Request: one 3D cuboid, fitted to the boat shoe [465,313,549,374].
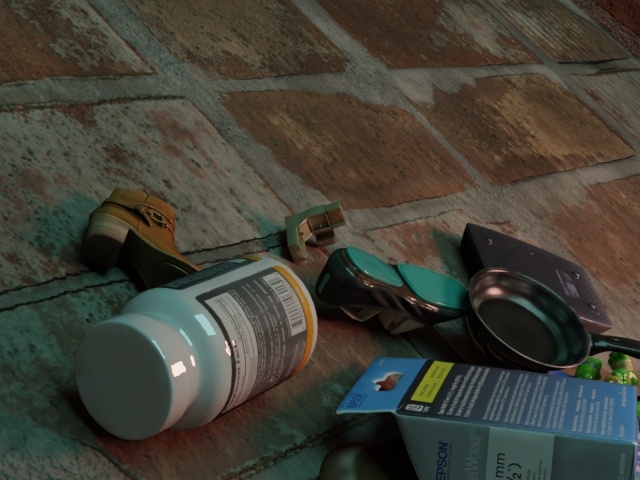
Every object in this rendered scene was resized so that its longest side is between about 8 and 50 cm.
[{"bbox_3d":[0.278,0.146,1.968,0.084,0.079,0.233,-6,41,-13],"label":"boat shoe"}]

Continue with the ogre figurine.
[{"bbox_3d":[0.447,0.227,1.949,0.197,0.096,0.118,39,41,25],"label":"ogre figurine"}]

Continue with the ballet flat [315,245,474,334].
[{"bbox_3d":[0.096,0.075,1.867,0.280,0.096,0.095,20,31,-42],"label":"ballet flat"}]

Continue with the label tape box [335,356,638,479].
[{"bbox_3d":[0.212,0.239,1.649,0.348,0.115,0.249,4,10,13],"label":"label tape box"}]

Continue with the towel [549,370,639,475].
[{"bbox_3d":[0.422,0.320,1.920,0.243,0.040,0.336,22,31,-22],"label":"towel"}]

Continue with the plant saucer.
[{"bbox_3d":[0.092,0.309,1.587,0.199,0.036,0.198,25,30,-16],"label":"plant saucer"}]

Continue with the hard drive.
[{"bbox_3d":[0.351,0.071,2.200,0.255,0.054,0.172,20,32,-26],"label":"hard drive"}]

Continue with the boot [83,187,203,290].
[{"bbox_3d":[-0.200,0.007,1.693,0.197,0.073,0.152,32,24,-11],"label":"boot"}]

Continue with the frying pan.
[{"bbox_3d":[0.346,0.119,1.938,0.326,0.053,0.197,4,41,-34],"label":"frying pan"}]

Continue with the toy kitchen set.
[{"bbox_3d":[0.000,0.000,1.923,0.075,0.083,0.068,-97,168,-53],"label":"toy kitchen set"}]

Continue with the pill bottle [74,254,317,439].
[{"bbox_3d":[-0.136,0.119,1.497,0.162,0.162,0.278,44,30,16],"label":"pill bottle"}]

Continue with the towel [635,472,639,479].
[{"bbox_3d":[0.407,0.430,1.620,0.282,0.187,0.049,59,-6,34],"label":"towel"}]
